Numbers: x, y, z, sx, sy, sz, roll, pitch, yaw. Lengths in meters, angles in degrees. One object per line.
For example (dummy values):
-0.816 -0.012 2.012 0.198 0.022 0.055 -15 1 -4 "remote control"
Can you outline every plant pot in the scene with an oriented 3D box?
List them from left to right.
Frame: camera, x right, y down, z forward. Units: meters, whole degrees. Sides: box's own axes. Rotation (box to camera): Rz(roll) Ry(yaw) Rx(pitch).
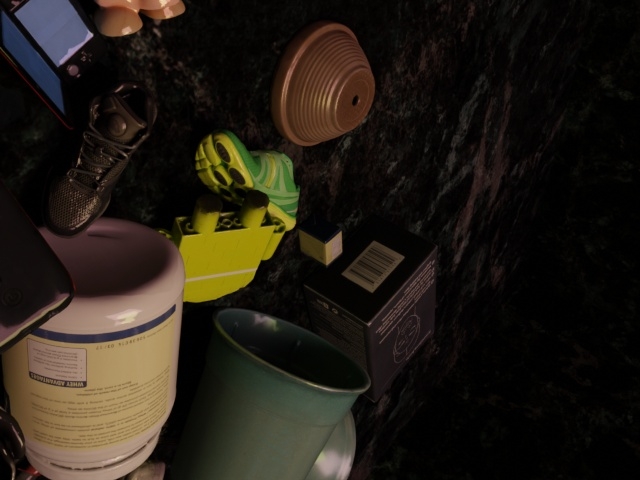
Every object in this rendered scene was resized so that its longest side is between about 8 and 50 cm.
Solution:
-0.122 0.358 1.214 0.341 0.341 0.334 13 103 -59 "plant pot"
-0.080 0.507 1.524 0.196 0.293 0.293 24 96 -34 "plant pot"
0.023 -0.277 1.123 0.237 0.109 0.237 -36 143 -34 "plant pot"

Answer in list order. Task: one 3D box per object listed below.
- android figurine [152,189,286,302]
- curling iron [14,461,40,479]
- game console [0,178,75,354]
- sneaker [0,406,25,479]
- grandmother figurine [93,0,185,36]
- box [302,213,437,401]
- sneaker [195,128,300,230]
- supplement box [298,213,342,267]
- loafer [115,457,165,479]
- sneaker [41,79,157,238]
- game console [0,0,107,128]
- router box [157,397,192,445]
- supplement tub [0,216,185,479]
-0.182 0.020 1.042 0.248 0.056 0.273 -9 146 -30 "android figurine"
-0.483 0.372 0.990 0.274 0.035 0.068 -50 145 -18 "curling iron"
-0.463 0.026 0.506 0.386 0.060 0.342 -40 106 -30 "game console"
-0.453 0.272 0.721 0.169 0.257 0.448 -38 144 -34 "sneaker"
-0.216 -0.413 0.648 0.208 0.104 0.343 -49 153 -39 "grandmother figurine"
0.145 0.185 1.613 0.293 0.211 0.396 -44 146 -27 "box"
-0.122 -0.120 1.068 0.295 0.109 0.124 48 56 -60 "sneaker"
0.000 0.000 1.355 0.056 0.083 0.083 -39 144 -31 "supplement box"
-0.406 0.589 1.223 0.111 0.112 0.320 18 99 -52 "loafer"
-0.283 -0.109 0.763 0.228 0.087 0.130 -59 -167 -10 "sneaker"
-0.302 -0.226 0.689 0.124 0.085 0.144 -50 150 -16 "game console"
-0.315 0.372 1.244 0.092 0.038 0.122 -58 150 -6 "router box"
-0.319 0.155 0.849 0.235 0.235 0.325 -23 134 -47 "supplement tub"
